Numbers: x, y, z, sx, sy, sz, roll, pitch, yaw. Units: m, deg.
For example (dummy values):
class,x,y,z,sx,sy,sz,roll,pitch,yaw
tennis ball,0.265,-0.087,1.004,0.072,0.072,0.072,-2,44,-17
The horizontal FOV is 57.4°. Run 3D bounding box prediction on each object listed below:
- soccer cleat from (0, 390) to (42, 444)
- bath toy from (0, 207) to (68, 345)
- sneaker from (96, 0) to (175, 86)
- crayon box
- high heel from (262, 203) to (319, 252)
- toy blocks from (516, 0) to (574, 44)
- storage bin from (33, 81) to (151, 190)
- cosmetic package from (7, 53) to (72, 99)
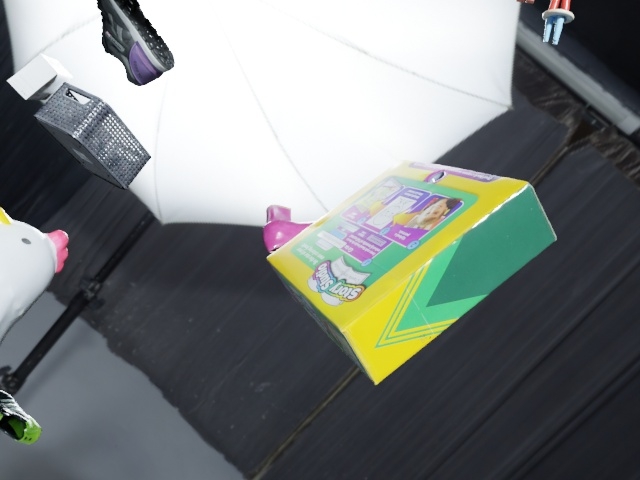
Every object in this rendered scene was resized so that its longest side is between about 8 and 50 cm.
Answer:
class,x,y,z,sx,sy,sz,roll,pitch,yaw
soccer cleat,-0.649,0.354,1.196,0.178,0.060,0.072,28,-16,15
bath toy,-0.357,-0.019,0.538,0.348,0.129,0.152,23,-45,35
sneaker,-0.455,-0.478,1.296,0.283,0.124,0.107,60,23,-13
crayon box,0.109,0.016,0.901,0.106,0.313,0.363,56,-9,-21
high heel,0.000,0.000,1.195,0.243,0.082,0.117,16,45,-22
toy blocks,0.386,-0.424,1.006,0.123,0.148,0.054,12,1,-18
storage bin,-0.406,-0.184,1.056,0.122,0.084,0.180,26,-19,23
cosmetic package,-0.671,-0.390,1.414,0.060,0.099,0.239,48,-2,-20
